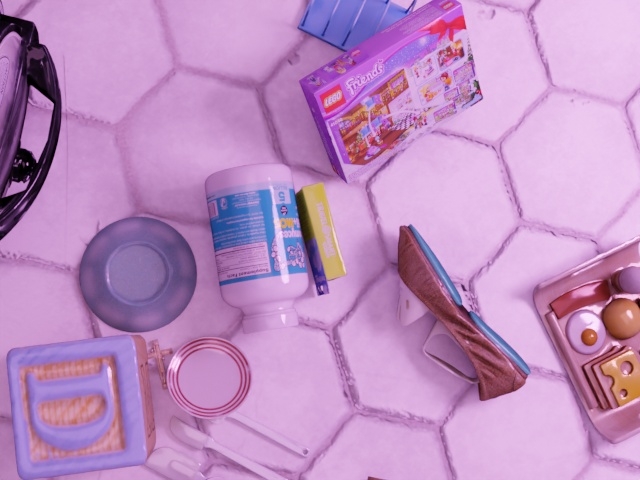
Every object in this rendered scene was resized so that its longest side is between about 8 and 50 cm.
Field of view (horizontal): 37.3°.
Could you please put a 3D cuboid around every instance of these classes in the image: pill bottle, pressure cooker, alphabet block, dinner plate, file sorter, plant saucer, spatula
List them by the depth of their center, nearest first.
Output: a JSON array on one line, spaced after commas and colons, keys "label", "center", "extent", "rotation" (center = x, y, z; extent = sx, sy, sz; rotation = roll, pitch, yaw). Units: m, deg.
[{"label": "pressure cooker", "center": [-0.597, -0.182, 1.385], "extent": [0.420, 0.375, 0.370], "rotation": [13, 114, -7]}, {"label": "alphabet block", "center": [-0.360, 0.248, 1.454], "extent": [0.192, 0.197, 0.194], "rotation": [-5, 85, -5]}, {"label": "pill bottle", "center": [-0.100, 0.015, 1.542], "extent": [0.146, 0.146, 0.264], "rotation": [-8, 87, -9]}, {"label": "dinner plate", "center": [-0.182, 0.226, 1.560], "extent": [0.141, 0.017, 0.141], "rotation": [5, 64, -10]}, {"label": "plant saucer", "center": [-0.301, 0.055, 1.565], "extent": [0.194, 0.037, 0.195], "rotation": [1, 84, -8]}, {"label": "spatula", "center": [-0.145, 0.352, 1.568], "extent": [0.242, 0.019, 0.168], "rotation": [28, 80, -4]}, {"label": "file sorter", "center": [0.066, -0.394, 1.627], "extent": [0.170, 0.104, 0.118], "rotation": [25, 81, -5]}]

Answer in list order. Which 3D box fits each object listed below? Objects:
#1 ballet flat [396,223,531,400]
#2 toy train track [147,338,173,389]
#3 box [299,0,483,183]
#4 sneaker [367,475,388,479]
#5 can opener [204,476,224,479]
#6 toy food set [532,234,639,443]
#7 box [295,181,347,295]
[{"label": "ballet flat", "center": [0.209, 0.136, 1.607], "extent": [0.124, 0.116, 0.342], "rotation": [-39, 95, 9]}, {"label": "toy train track", "center": [-0.265, 0.205, 1.567], "extent": [0.048, 0.014, 0.083], "rotation": [-13, 87, -9]}, {"label": "box", "center": [0.125, -0.252, 1.587], "extent": [0.293, 0.057, 0.201], "rotation": [-32, 133, -10]}, {"label": "sneaker", "center": [0.161, 0.457, 1.577], "extent": [0.192, 0.064, 0.086], "rotation": [17, 77, -9]}, {"label": "can opener", "center": [-0.140, 0.513, 1.533], "extent": [0.074, 0.093, 0.280], "rotation": [-26, 89, -54]}, {"label": "toy food set", "center": [0.530, 0.170, 1.644], "extent": [0.219, 0.092, 0.306], "rotation": [-25, 88, -10]}, {"label": "box", "center": [0.000, 0.000, 1.576], "extent": [0.042, 0.109, 0.178], "rotation": [-14, 87, -11]}]
